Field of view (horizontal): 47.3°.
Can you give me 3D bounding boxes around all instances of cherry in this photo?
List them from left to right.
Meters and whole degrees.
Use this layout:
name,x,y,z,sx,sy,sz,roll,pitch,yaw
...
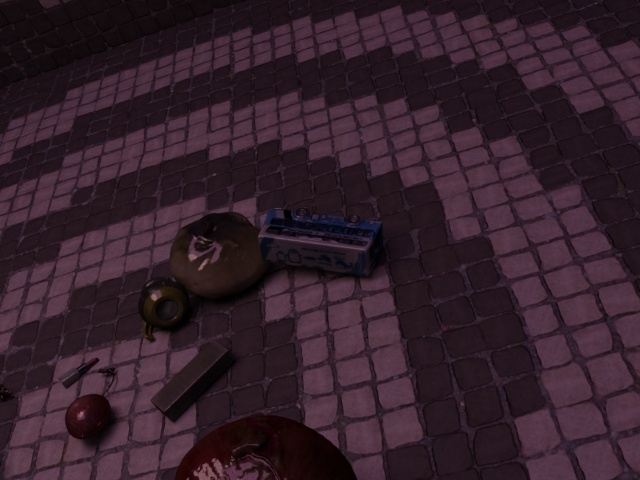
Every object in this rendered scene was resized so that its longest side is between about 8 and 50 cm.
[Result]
name,x,y,z,sx,sy,sz,roll,pitch,yaw
cherry,-0.547,0.390,1.746,0.107,0.090,0.225,-34,23,11

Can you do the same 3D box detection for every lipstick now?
name,x,y,z,sx,sy,sz,roll,pitch,yaw
lipstick,-0.616,0.333,1.870,0.107,0.025,0.025,-34,44,-19

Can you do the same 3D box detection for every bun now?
name,x,y,z,sx,sy,sz,roll,pitch,yaw
bun,-0.269,0.030,1.914,0.272,0.168,0.273,-6,44,6

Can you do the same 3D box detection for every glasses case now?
name,x,y,z,sx,sy,sz,roll,pitch,yaw
glasses case,-0.296,0.326,1.711,0.205,0.047,0.070,-44,41,-20

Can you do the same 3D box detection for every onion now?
name,x,y,z,sx,sy,sz,roll,pitch,yaw
onion,-0.104,0.482,1.268,0.353,0.354,0.354,-13,43,13

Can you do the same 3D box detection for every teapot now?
name,x,y,z,sx,sy,sz,roll,pitch,yaw
teapot,-0.414,0.172,1.881,0.166,0.130,0.119,-62,29,6

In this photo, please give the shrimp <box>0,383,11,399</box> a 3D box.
name,x,y,z,sx,sy,sz,roll,pitch,yaw
shrimp,-0.887,0.425,1.897,0.178,0.034,0.124,-2,49,26

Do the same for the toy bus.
name,x,y,z,sx,sy,sz,roll,pitch,yaw
toy bus,0.000,0.000,1.819,0.297,0.106,0.131,8,42,17
